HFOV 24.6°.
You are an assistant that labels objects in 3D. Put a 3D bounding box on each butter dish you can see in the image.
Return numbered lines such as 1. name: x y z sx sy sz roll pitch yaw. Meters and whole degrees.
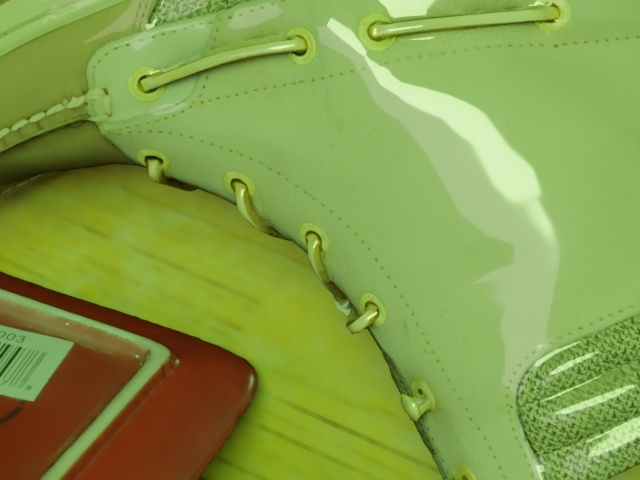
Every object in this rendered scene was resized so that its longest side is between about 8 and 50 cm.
1. butter dish: -0.121 0.092 0.487 0.160 0.160 0.118 17 123 16

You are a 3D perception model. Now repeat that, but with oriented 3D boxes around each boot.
1. boot: 0.000 0.000 0.453 0.261 0.095 0.204 -21 90 13
